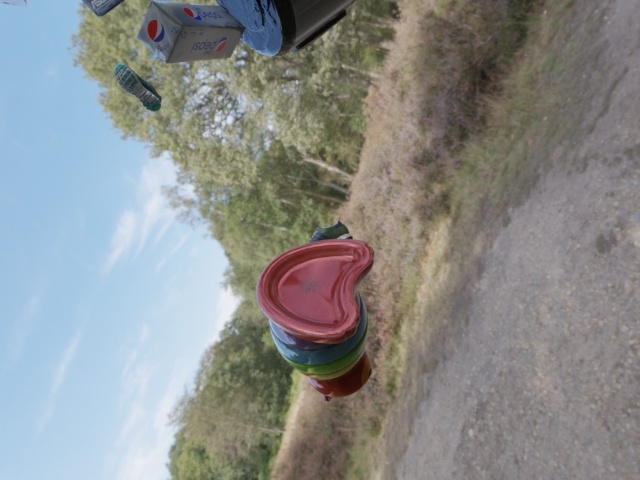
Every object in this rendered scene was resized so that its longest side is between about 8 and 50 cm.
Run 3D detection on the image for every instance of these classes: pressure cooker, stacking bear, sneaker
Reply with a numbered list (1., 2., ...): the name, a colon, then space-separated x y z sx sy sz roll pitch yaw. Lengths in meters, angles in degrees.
1. pressure cooker: -0.066 -0.774 1.199 0.420 0.370 0.375 -43 7 -15
2. stacking bear: 0.012 0.157 0.702 0.289 0.164 0.175 75 -154 -43
3. sneaker: 0.000 0.000 1.368 0.064 0.192 0.086 75 170 -66
4. sneaker: -0.563 -0.478 1.341 0.065 0.166 0.076 -30 30 17

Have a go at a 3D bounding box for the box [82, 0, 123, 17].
1. box: -0.405 -0.635 0.778 0.318 0.395 0.097 45 -131 -43

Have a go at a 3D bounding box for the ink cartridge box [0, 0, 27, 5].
1. ink cartridge box: -1.038 -0.829 1.404 0.198 0.115 0.067 -157 66 -62

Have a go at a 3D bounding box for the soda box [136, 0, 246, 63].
1. soda box: -0.300 -0.501 1.038 0.098 0.091 0.286 -49 2 32
